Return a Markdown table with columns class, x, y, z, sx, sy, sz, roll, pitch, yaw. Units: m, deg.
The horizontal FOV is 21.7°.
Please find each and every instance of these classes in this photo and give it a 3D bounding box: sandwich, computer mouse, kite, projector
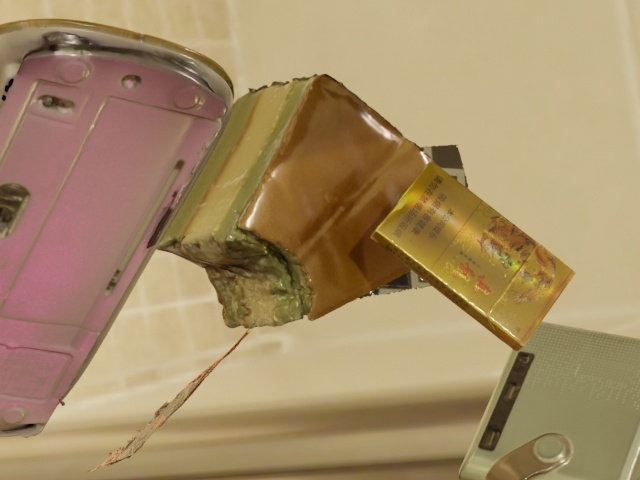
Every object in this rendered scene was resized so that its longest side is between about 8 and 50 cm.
| class | x | y | z | sx | sy | sz | roll | pitch | yaw |
| --- | --- | --- | --- | --- | --- | --- | --- | --- | --- |
| sandwich | 0.000 | 0.000 | 1.485 | 0.227 | 0.155 | 0.198 | 37 | 68 | -26 |
| computer mouse | -0.163 | -0.005 | 0.929 | 0.158 | 0.310 | 0.072 | 11 | 41 | -28 |
| kite | -0.140 | 0.154 | 1.394 | 0.008 | 0.222 | 0.125 | 46 | 18 | -4 |
| projector | 0.256 | 0.215 | 1.667 | 0.242 | 0.177 | 0.163 | -60 | 147 | -35 |

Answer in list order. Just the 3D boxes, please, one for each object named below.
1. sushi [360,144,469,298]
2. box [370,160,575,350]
| class | x | y | z | sx | sy | sz | roll | pitch | yaw |
| --- | --- | --- | --- | --- | --- | --- | --- | --- | --- |
| sushi | 0.082 | -0.020 | 1.992 | 0.210 | 0.040 | 0.193 | -6 | 70 | -18 |
| box | 0.127 | 0.012 | 1.385 | 0.156 | 0.022 | 0.089 | 39 | 67 | 3 |
